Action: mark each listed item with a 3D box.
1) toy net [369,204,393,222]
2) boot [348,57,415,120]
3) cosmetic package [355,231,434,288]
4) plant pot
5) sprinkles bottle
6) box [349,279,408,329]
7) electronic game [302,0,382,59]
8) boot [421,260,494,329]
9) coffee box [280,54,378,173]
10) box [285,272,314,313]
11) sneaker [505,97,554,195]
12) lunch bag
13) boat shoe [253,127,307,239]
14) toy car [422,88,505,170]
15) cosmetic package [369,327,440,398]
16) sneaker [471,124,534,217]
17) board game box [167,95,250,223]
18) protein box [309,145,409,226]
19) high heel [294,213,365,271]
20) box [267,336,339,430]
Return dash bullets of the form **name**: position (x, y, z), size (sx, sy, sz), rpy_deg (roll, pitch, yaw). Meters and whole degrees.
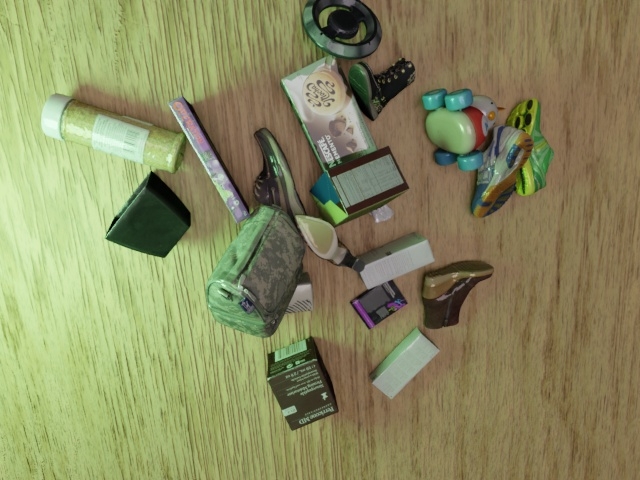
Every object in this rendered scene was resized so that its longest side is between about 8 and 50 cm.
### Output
- **toy net**: position (0.117, -0.122, 1.403), size (0.232, 0.045, 0.122), rpy_deg (13, 77, -12)
- **boot**: position (0.176, -0.459, 1.252), size (0.178, 0.236, 0.085), rpy_deg (-42, 69, 0)
- **cosmetic package**: position (0.228, 0.061, 1.416), size (0.230, 0.117, 0.086), rpy_deg (-25, 105, -1)
- **plant pot**: position (-0.477, -0.062, 1.284), size (0.167, 0.187, 0.188), rpy_deg (37, 97, -26)
- **sprinkles bottle**: position (-0.564, -0.293, 1.243), size (0.354, 0.121, 0.121), rpy_deg (17, 100, -10)
- **box**: position (0.195, 0.207, 1.490), size (0.162, 0.029, 0.116), rpy_deg (-34, 105, 3)
- **electronic game**: position (0.062, -0.595, 1.235), size (0.229, 0.048, 0.230), rpy_deg (6, 68, -14)
- **boot**: position (0.459, 0.184, 1.502), size (0.248, 0.090, 0.207), rpy_deg (-11, 116, -5)
- **coffee box**: position (0.024, -0.356, 1.296), size (0.168, 0.119, 0.297), rpy_deg (-26, 104, -1)
- **box**: position (-0.162, 0.174, 1.401), size (0.274, 0.113, 0.094), rpy_deg (-6, 105, -4)
- **sneaker**: position (0.656, -0.292, 1.404), size (0.123, 0.109, 0.296), rpy_deg (-12, 105, -23)
- **lunch bag**: position (-0.177, 0.082, 1.226), size (0.212, 0.305, 0.256), rpy_deg (17, 145, 12)
- **boat shoe**: position (-0.136, -0.149, 1.320), size (0.130, 0.132, 0.356), rpy_deg (-20, 104, 0)
- **toy car**: position (0.454, -0.358, 1.315), size (0.237, 0.210, 0.219), rpy_deg (-27, 115, -13)
- **cosmetic package**: position (0.285, 0.420, 1.531), size (0.099, 0.060, 0.239), rpy_deg (43, 95, -11)
- **sneaker**: position (0.544, -0.216, 1.404), size (0.111, 0.131, 0.297), rpy_deg (-1, 126, -32)
- **board game box**: position (-0.300, -0.221, 1.246), size (0.056, 0.208, 0.347), rpy_deg (-27, 105, 1)
- **protein box**: position (0.104, -0.145, 1.274), size (0.201, 0.200, 0.136), rpy_deg (-24, 87, -17)
- **high heel**: position (0.000, 0.000, 1.326), size (0.261, 0.186, 0.093), rpy_deg (39, 85, -21)
- **box**: position (-0.059, 0.456, 1.446), size (0.168, 0.167, 0.203), rpy_deg (-22, 104, -1)
